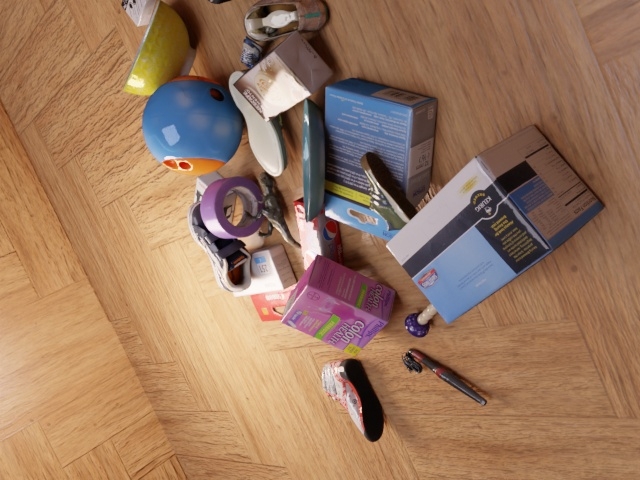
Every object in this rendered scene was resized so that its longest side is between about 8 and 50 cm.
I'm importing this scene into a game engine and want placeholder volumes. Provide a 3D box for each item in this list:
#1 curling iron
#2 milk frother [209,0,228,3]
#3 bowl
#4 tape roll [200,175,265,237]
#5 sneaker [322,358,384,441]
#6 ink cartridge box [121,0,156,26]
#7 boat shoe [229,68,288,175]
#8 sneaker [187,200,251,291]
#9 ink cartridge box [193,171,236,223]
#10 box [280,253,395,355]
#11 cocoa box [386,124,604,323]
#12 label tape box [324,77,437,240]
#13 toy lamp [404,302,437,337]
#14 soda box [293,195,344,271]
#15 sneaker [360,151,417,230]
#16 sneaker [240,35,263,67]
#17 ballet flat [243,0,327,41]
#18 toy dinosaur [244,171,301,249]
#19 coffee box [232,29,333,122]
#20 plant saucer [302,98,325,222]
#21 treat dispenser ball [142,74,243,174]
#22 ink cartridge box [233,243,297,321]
[{"bbox_3d":[0.333,0.369,1.879,0.274,0.035,0.068,24,133,38],"label":"curling iron"},{"bbox_3d":[-0.264,-0.702,1.804,0.129,0.135,0.143,43,138,20],"label":"milk frother"},{"bbox_3d":[-0.463,-0.546,2.076,0.156,0.289,0.289,23,146,-20],"label":"bowl"},{"bbox_3d":[-0.266,-0.100,2.131,0.080,0.189,0.188,-3,110,48],"label":"tape roll"},{"bbox_3d":[0.097,0.497,2.178,0.145,0.090,0.270,-18,95,52],"label":"sneaker"},{"bbox_3d":[-0.550,-0.771,2.151,0.097,0.046,0.207,53,141,8],"label":"ink cartridge box"},{"bbox_3d":[-0.153,-0.332,1.945,0.109,0.091,0.304,-12,104,41],"label":"boat shoe"},{"bbox_3d":[-0.304,0.019,2.207,0.128,0.126,0.321,5,125,52],"label":"sneaker"},{"bbox_3d":[-0.352,-0.123,2.306,0.127,0.072,0.175,40,137,24],"label":"ink cartridge box"},{"bbox_3d":[0.046,0.183,1.930,0.243,0.117,0.213,25,139,-9],"label":"box"},{"bbox_3d":[0.353,-0.026,1.455,0.228,0.231,0.347,53,141,10],"label":"cocoa box"},{"bbox_3d":[0.136,-0.192,1.682,0.249,0.115,0.347,23,128,34],"label":"label tape box"},{"bbox_3d":[0.303,0.152,1.746,0.080,0.080,0.274,48,141,16],"label":"toy lamp"},{"bbox_3d":[0.000,0.000,1.982,0.092,0.083,0.263,15,122,42],"label":"soda box"},{"bbox_3d":[0.135,-0.103,1.598,0.086,0.064,0.192,-35,91,42],"label":"sneaker"},{"bbox_3d":[-0.186,-0.494,1.857,0.052,0.058,0.135,35,176,8],"label":"sneaker"},{"bbox_3d":[-0.122,-0.558,1.758,0.316,0.106,0.107,4,115,47],"label":"ballet flat"},{"bbox_3d":[-0.152,-0.067,2.100,0.118,0.064,0.268,-25,95,14],"label":"toy dinosaur"},{"bbox_3d":[-0.099,-0.410,1.773,0.141,0.098,0.247,47,153,-15],"label":"coffee box"},{"bbox_3d":[-0.018,-0.203,1.781,0.317,0.044,0.317,178,90,-86],"label":"plant saucer"},{"bbox_3d":[-0.370,-0.332,2.024,0.288,0.288,0.288,26,130,36],"label":"treat dispenser ball"},{"bbox_3d":[-0.184,0.157,2.298,0.296,0.066,0.261,-13,102,51],"label":"ink cartridge box"}]
